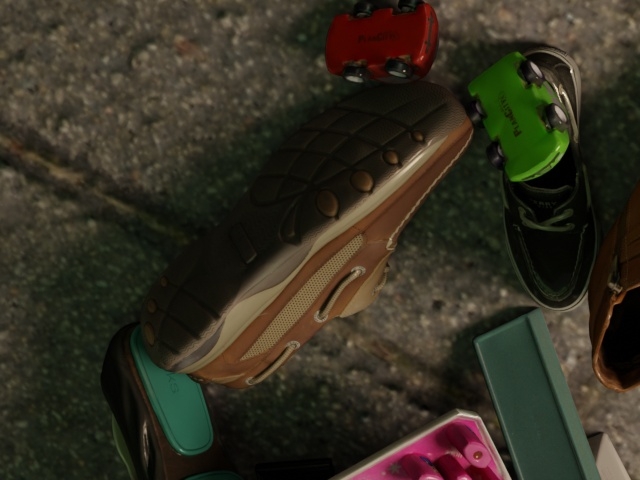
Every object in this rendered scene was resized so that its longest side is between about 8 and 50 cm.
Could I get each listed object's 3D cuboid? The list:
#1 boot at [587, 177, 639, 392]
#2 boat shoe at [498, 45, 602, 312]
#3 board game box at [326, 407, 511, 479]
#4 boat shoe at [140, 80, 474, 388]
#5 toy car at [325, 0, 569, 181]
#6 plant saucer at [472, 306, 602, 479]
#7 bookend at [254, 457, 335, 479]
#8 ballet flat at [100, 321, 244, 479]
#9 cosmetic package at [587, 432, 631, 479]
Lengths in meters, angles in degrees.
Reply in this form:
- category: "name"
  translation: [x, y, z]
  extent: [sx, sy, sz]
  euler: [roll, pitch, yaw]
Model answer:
- category: "boot"
  translation: [0.273, -0.036, 1.373]
  extent: [0.109, 0.220, 0.283]
  euler: [33, 116, 0]
- category: "boat shoe"
  translation: [0.173, -0.039, 1.480]
  extent: [0.078, 0.070, 0.219]
  euler: [-3, 111, 15]
- category: "board game box"
  translation: [0.035, 0.383, 1.542]
  extent: [0.390, 0.050, 0.390]
  euler: [-29, 115, -4]
- category: "boat shoe"
  translation: [0.000, 0.000, 1.529]
  extent: [0.324, 0.123, 0.116]
  euler: [-40, 132, 16]
- category: "toy car"
  translation: [0.129, -0.132, 1.406]
  extent: [0.239, 0.053, 0.225]
  euler: [-36, 56, 23]
- category: "plant saucer"
  translation: [0.175, 0.150, 1.523]
  extent: [0.067, 0.018, 0.192]
  euler: [-28, 65, 22]
- category: "bookend"
  translation: [-0.025, 0.293, 1.619]
  extent: [0.072, 0.157, 0.156]
  euler: [-7, 111, 16]
- category: "ballet flat"
  translation: [-0.116, 0.202, 1.599]
  extent: [0.096, 0.095, 0.280]
  euler: [-42, 60, 43]
- category: "cosmetic package"
  translation: [0.257, 0.289, 1.579]
  extent: [0.060, 0.099, 0.239]
  euler: [-23, 104, 21]
